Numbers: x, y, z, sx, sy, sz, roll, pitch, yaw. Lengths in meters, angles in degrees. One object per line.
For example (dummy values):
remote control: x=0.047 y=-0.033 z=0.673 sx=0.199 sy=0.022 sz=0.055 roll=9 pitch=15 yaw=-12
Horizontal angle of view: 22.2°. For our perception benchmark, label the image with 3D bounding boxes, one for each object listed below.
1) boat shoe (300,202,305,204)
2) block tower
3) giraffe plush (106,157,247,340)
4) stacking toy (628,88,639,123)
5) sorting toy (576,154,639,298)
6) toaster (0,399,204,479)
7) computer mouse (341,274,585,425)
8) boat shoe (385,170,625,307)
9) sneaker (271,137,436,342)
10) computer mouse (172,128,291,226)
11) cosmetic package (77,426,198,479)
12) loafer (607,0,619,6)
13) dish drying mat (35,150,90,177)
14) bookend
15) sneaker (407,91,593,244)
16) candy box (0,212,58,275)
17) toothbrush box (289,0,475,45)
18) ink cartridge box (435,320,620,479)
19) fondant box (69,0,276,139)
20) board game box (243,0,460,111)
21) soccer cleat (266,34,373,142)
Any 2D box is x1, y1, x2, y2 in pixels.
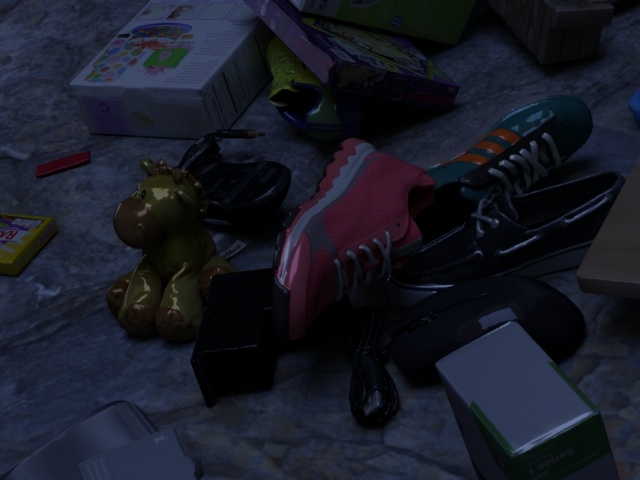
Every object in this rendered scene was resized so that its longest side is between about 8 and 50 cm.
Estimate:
boat shoe: x=0.000 y=0.000 z=2.014 sx=0.049 sy=0.056 sz=0.152 roll=-27 pitch=35 yaw=-23
block tower: x=0.294 y=-0.371 z=2.324 sx=0.091 sy=0.097 sz=0.335 roll=-8 pitch=38 yaw=-19
giraffe plush: x=-0.184 y=-0.004 z=1.999 sx=0.181 sy=0.170 sz=0.210 roll=8 pitch=41 yaw=33
stacking toy: x=0.460 y=-0.280 z=1.984 sx=0.165 sy=0.302 sz=0.175 roll=-33 pitch=38 yaw=-22
sorting toy: x=0.447 y=0.005 z=1.776 sx=0.257 sy=0.089 sz=0.255 roll=6 pitch=41 yaw=30
toaster: x=-0.230 y=0.276 z=1.663 sx=0.227 sy=0.129 sz=0.146 roll=-32 pitch=39 yaw=-23
computer mouse: x=0.153 y=0.098 z=1.790 sx=0.272 sy=0.072 sz=0.188 roll=-13 pitch=35 yaw=7
boat shoe: x=0.214 y=-0.007 z=1.885 sx=0.301 sy=0.102 sz=0.108 roll=-15 pitch=34 yaw=5
sneaker: x=0.041 y=-0.002 z=1.834 sx=0.136 sy=0.116 sz=0.314 roll=16 pitch=45 yaw=15
computer mouse: x=-0.108 y=-0.081 z=2.180 sx=0.262 sy=0.060 sz=0.184 roll=0 pitch=40 yaw=43
cosmetic package: x=-0.133 y=0.303 z=1.480 sx=0.107 sy=0.238 sz=0.127 roll=-23 pitch=34 yaw=-8
loafer: x=0.454 y=-0.397 z=2.364 sx=0.251 sy=0.087 sz=0.094 roll=-30 pitch=72 yaw=-3
dish drying mat: x=-0.377 y=-0.112 z=2.384 sx=0.083 sy=0.008 sz=0.032 roll=-17 pitch=33 yaw=2
bookend: x=-0.055 y=0.105 z=1.875 sx=0.157 sy=0.072 sz=0.156 roll=-8 pitch=36 yaw=13
sneaker: x=0.210 y=-0.073 z=1.987 sx=0.302 sy=0.108 sz=0.121 roll=-28 pitch=35 yaw=-2
candy box: x=-0.473 y=0.000 z=2.252 sx=0.206 sy=0.027 sz=0.105 roll=5 pitch=42 yaw=30
toothbrush box: x=0.063 y=-0.398 z=2.350 sx=0.283 sy=0.122 sz=0.206 roll=8 pitch=27 yaw=-35
ink cartridge box: x=0.202 y=0.209 z=1.484 sx=0.092 sy=0.219 sz=0.160 roll=-27 pitch=34 yaw=-8
fondant box: x=-0.188 y=-0.285 z=2.469 sx=0.238 sy=0.096 sz=0.330 roll=5 pitch=39 yaw=30
board game box: x=0.026 y=-0.292 z=2.295 sx=0.208 sy=0.056 sz=0.347 roll=4 pitch=29 yaw=-32
soccer cleat: x=-0.029 y=-0.225 z=2.299 sx=0.121 sy=0.093 sz=0.289 roll=-8 pitch=32 yaw=-22
